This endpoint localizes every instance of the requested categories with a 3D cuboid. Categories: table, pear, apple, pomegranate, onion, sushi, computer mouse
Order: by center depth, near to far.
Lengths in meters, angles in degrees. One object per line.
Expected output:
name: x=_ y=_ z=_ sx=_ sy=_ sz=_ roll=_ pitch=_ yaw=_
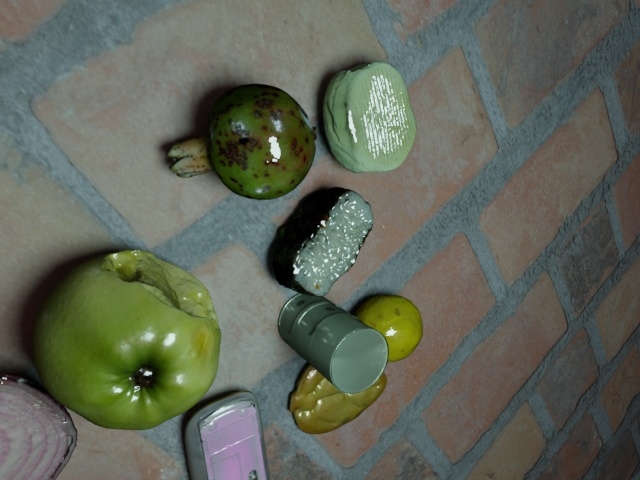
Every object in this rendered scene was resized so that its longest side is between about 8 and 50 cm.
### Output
onion: x=-0.509 y=0.315 z=0.688 sx=0.250 sy=0.111 sz=0.248 roll=-45 pitch=143 yaw=-27
apple: x=-0.285 y=0.147 z=0.701 sx=0.279 sy=0.279 sz=0.279 roll=-8 pitch=105 yaw=-30
pomegranate: x=-0.126 y=-0.153 z=0.761 sx=0.247 sy=0.202 sz=0.202 roll=-14 pitch=111 yaw=0
table: x=0.017 y=0.190 z=0.901 sx=0.126 sy=0.220 sz=0.127 roll=-7 pitch=106 yaw=-28
sushi: x=0.000 y=0.000 z=0.901 sx=0.124 sy=0.127 sz=0.225 roll=43 pitch=71 yaw=-30
computer mouse: x=-0.179 y=0.444 z=0.929 sx=0.158 sy=0.071 sz=0.311 roll=-15 pitch=109 yaw=-29
pear: x=0.148 y=0.194 z=1.027 sx=0.162 sy=0.148 sz=0.149 roll=-10 pitch=106 yaw=-33

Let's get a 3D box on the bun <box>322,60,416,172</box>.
bun: x=0.091 y=-0.234 z=0.915 sx=0.221 sy=0.108 sz=0.221 roll=-6 pitch=100 yaw=-37

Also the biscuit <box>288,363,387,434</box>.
biscuit: x=0.047 y=0.345 z=1.062 sx=0.259 sy=0.041 sz=0.203 roll=-2 pitch=102 yaw=-29
